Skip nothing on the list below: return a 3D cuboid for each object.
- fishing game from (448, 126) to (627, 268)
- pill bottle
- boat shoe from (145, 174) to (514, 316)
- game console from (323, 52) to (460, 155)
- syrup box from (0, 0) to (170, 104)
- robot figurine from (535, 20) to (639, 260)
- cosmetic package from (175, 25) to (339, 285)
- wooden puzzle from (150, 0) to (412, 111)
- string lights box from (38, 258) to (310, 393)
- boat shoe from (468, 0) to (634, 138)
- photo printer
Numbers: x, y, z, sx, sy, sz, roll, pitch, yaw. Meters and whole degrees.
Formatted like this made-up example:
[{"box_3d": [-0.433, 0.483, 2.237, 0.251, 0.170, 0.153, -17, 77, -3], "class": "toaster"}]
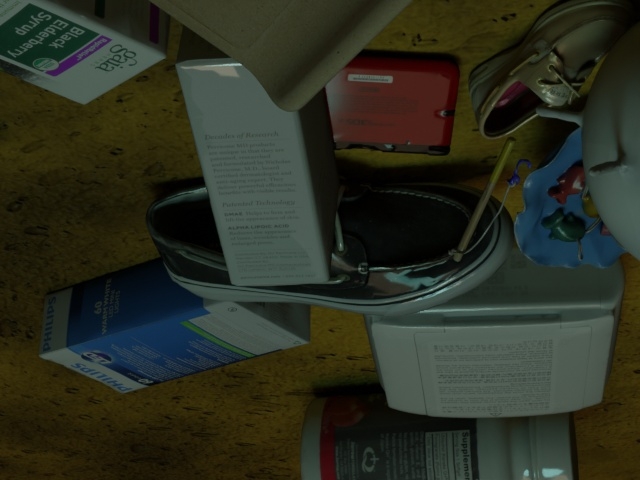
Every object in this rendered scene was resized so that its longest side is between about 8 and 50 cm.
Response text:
[{"box_3d": [0.252, -0.035, 1.288, 0.264, 0.041, 0.189, 3, 133, -27], "class": "fishing game"}, {"box_3d": [0.147, 0.266, 1.839, 0.318, 0.176, 0.176, -5, 153, 12], "class": "pill bottle"}, {"box_3d": [0.000, 0.000, 1.358, 0.335, 0.121, 0.119, -6, 158, 18], "class": "boat shoe"}, {"box_3d": [0.034, -0.113, 1.251, 0.144, 0.085, 0.124, 2, 123, -4], "class": "game console"}, {"box_3d": [-0.218, -0.183, 1.010, 0.093, 0.096, 0.237, -23, 147, 40], "class": "syrup box"}, {"box_3d": [0.341, -0.071, 1.091, 0.353, 0.200, 0.300, 0, -168, -10], "class": "robot figurine"}, {"box_3d": [-0.042, -0.083, 1.132, 0.085, 0.117, 0.231, -3, 135, 9], "class": "cosmetic package"}, {"box_3d": [-0.069, -0.259, 0.795, 0.348, 0.080, 0.322, 38, 143, -10], "class": "wooden puzzle"}, {"box_3d": [-0.152, 0.082, 1.583, 0.260, 0.077, 0.133, -17, 149, 32], "class": "string lights box"}, {"box_3d": [0.177, -0.128, 1.162, 0.063, 0.059, 0.170, 15, 151, -26], "class": "boat shoe"}, {"box_3d": [0.177, 0.098, 1.571, 0.256, 0.107, 0.307, -2, 154, 7], "class": "photo printer"}]
